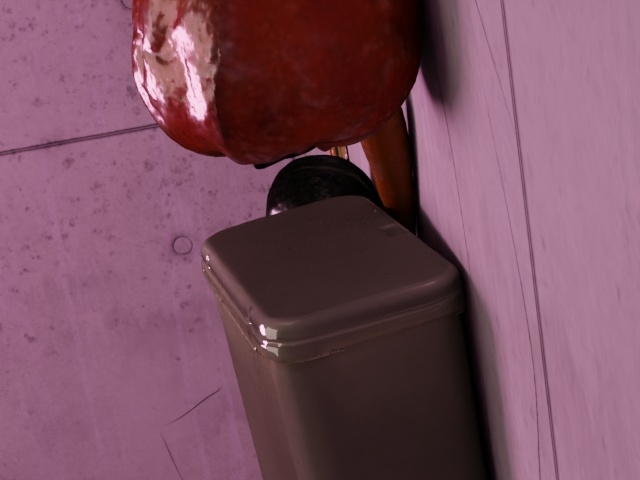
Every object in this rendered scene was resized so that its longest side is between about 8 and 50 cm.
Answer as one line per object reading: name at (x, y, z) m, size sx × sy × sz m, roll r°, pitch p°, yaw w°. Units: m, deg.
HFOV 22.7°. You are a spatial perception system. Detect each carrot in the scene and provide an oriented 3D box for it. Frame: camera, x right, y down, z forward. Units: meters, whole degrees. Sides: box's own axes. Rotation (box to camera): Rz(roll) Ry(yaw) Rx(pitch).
carrot at (0.070, -0.054, 1.496) m, size 0.048 × 0.048 × 0.216 m, roll -104°, pitch -2°, yaw -47°

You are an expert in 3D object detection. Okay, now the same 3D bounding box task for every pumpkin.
pumpkin at (0.002, 0.001, 1.857) m, size 0.211 × 0.152 × 0.211 m, roll 175°, pitch 90°, yaw -88°

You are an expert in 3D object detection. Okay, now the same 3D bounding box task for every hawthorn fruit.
hawthorn fruit at (-0.041, -0.197, 1.241) m, size 0.242 × 0.242 × 0.271 m, roll -109°, pitch 9°, yaw -71°

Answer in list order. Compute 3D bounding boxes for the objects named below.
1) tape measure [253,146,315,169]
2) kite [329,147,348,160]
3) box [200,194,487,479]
tape measure at (-0.032, -0.173, 1.663) m, size 0.107 × 0.182 × 0.181 m, roll 38°, pitch 144°, yaw 34°
kite at (0.029, -0.096, 2.337) m, size 0.327 × 0.013 × 0.377 m, roll -103°, pitch 3°, yaw -48°
box at (0.028, 0.168, 1.454) m, size 0.352 × 0.177 × 0.343 m, roll -138°, pitch 35°, yaw -71°
